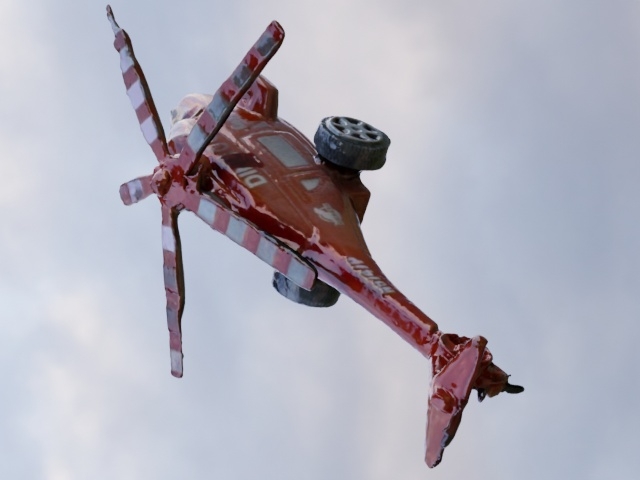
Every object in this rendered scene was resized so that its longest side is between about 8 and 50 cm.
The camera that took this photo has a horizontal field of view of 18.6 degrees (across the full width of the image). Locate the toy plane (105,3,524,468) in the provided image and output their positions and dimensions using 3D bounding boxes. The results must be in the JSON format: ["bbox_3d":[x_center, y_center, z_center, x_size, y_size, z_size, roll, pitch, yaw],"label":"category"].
[{"bbox_3d":[0.002,-0.008,0.639,0.077,0.194,0.126,-2,-80,-39],"label":"toy plane"}]
